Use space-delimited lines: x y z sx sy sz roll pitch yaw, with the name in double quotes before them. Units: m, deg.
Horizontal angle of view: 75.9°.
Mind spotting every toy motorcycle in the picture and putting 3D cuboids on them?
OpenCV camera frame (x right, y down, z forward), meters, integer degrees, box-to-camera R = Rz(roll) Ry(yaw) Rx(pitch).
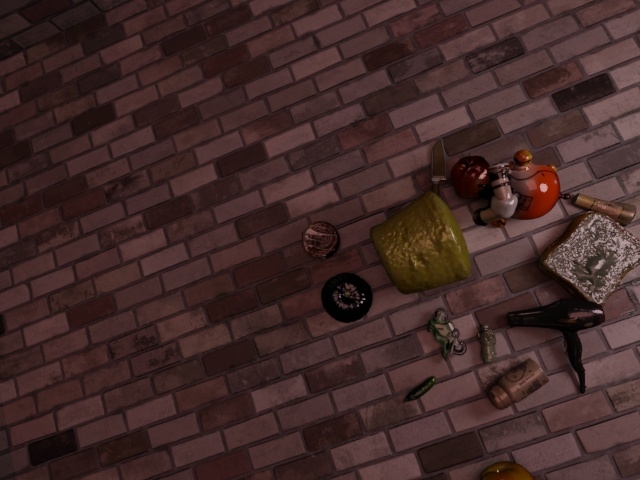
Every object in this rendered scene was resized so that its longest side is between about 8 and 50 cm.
"toy motorcycle" 0.468 0.353 1.551 0.106 0.074 0.190 -29 78 13

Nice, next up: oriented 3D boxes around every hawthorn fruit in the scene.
"hawthorn fruit" 0.577 -0.255 1.573 0.157 0.194 0.156 -17 47 20

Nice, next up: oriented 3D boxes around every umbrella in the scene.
"umbrella" 0.622 0.383 1.528 0.067 0.062 0.143 -13 78 38

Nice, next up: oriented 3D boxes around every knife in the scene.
"knife" 0.481 -0.256 1.671 0.061 0.027 0.342 1 78 11

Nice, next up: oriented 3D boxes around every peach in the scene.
"peach" 0.642 0.855 1.380 0.190 0.190 0.192 -25 79 5

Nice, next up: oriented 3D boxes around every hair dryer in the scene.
"hair dryer" 0.860 0.387 1.467 0.304 0.120 0.359 -14 93 25

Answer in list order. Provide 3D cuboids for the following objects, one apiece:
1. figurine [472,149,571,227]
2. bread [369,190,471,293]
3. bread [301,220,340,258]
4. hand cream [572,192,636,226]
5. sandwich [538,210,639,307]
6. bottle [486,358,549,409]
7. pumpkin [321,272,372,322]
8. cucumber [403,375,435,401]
"figurine" 0.732 -0.171 1.498 0.324 0.319 0.196 -14 41 -21
"bread" 0.359 0.018 1.492 0.308 0.348 0.347 -22 78 10
"bread" 0.000 0.000 1.684 0.161 0.073 0.160 -1 81 9
"hand cream" 1.051 -0.122 1.535 0.203 0.084 0.083 23 85 19
"sandwich" 0.991 0.062 1.496 0.271 0.099 0.301 43 91 9
"bottle" 0.701 0.525 1.473 0.209 0.097 0.110 -37 120 3
"pumpkin" 0.102 0.222 1.598 0.202 0.140 0.201 0 68 0
"cucumber" 0.376 0.567 1.546 0.155 0.037 0.037 -38 77 2
